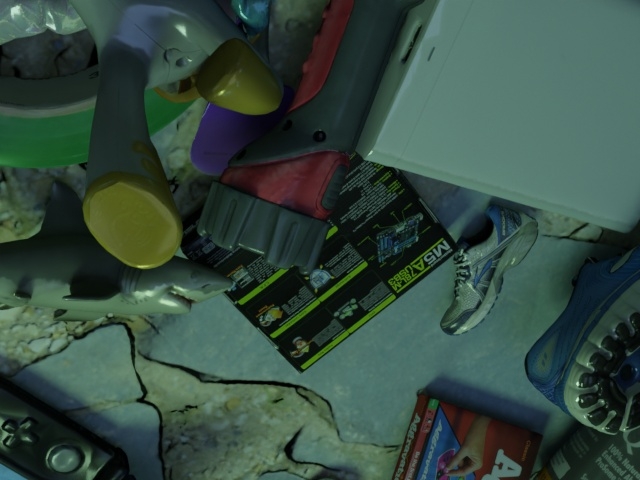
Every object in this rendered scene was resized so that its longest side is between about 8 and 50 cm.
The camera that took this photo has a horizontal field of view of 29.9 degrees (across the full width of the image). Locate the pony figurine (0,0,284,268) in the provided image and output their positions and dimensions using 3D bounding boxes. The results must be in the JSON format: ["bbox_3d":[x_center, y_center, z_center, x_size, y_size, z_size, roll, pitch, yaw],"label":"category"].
[{"bbox_3d":[-0.153,-0.177,0.711,0.303,0.363,0.351,-42,103,14],"label":"pony figurine"}]

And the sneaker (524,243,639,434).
[{"bbox_3d":[0.315,0.035,1.131,0.330,0.147,0.130,-39,114,-18],"label":"sneaker"}]

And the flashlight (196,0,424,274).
[{"bbox_3d":[-0.001,-0.130,0.942,0.103,0.103,0.304,18,92,-25],"label":"flashlight"}]

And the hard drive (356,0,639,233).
[{"bbox_3d":[0.197,-0.129,1.033,0.307,0.040,0.203,13,111,-31],"label":"hard drive"}]

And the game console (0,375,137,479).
[{"bbox_3d":[-0.289,0.311,1.054,0.250,0.173,0.293,39,99,-28],"label":"game console"}]

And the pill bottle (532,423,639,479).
[{"bbox_3d":[0.354,0.203,1.197,0.162,0.162,0.278,33,102,-27],"label":"pill bottle"}]

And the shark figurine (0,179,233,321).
[{"bbox_3d":[-0.225,0.001,0.954,0.278,0.166,0.116,12,73,-44],"label":"shark figurine"}]

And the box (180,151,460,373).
[{"bbox_3d":[0.000,0.000,1.059,0.190,0.045,0.184,-39,125,4],"label":"box"}]

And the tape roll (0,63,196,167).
[{"bbox_3d":[-0.211,-0.214,0.879,0.321,0.077,0.321,-7,116,-14],"label":"tape roll"}]

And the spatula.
[{"bbox_3d":[-0.045,-0.186,0.964,0.084,0.030,0.296,-1,114,-35],"label":"spatula"}]

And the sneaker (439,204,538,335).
[{"bbox_3d":[0.143,0.024,1.119,0.058,0.052,0.135,29,97,-16],"label":"sneaker"}]

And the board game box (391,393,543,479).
[{"bbox_3d":[0.119,0.308,1.195,0.145,0.027,0.281,21,85,-25],"label":"board game box"}]

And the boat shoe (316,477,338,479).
[{"bbox_3d":[-0.018,0.351,1.208,0.083,0.076,0.226,14,110,-22],"label":"boat shoe"}]
